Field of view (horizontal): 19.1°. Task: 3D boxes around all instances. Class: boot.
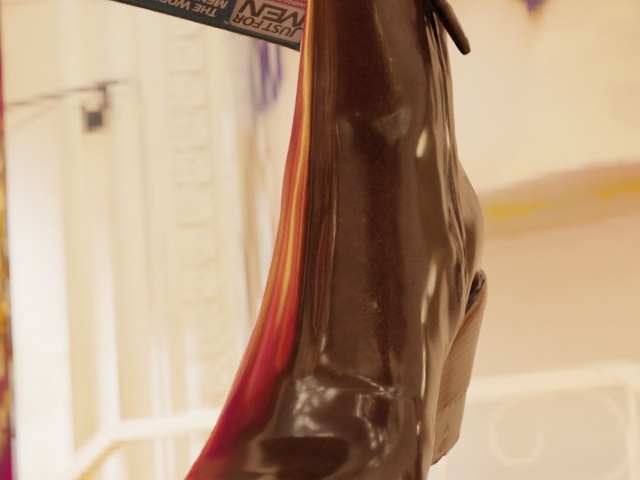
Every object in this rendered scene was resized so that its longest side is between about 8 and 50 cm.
[{"bbox_3d":[0.000,0.000,0.654,0.090,0.207,0.248,0,11,17],"label":"boot"}]

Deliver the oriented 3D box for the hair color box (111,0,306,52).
[{"bbox_3d":[-0.105,-0.248,1.303,0.173,0.105,0.347,12,21,-24],"label":"hair color box"}]
